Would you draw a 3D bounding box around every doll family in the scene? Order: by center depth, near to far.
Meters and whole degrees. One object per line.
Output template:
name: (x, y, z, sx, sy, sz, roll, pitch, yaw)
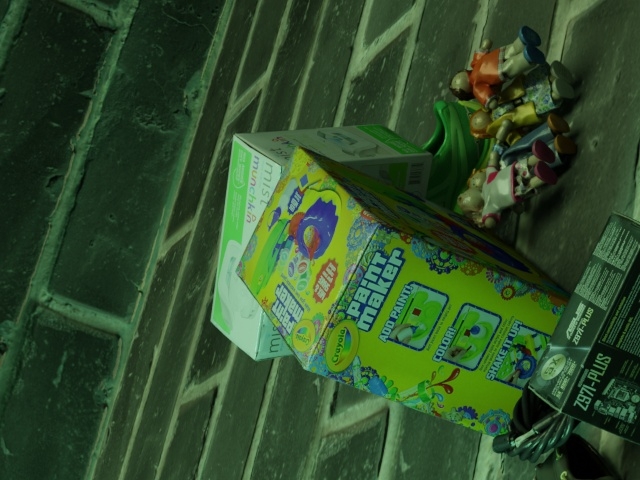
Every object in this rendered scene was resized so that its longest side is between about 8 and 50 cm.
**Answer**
doll family: (0.236, -0.120, 1.853, 0.163, 0.118, 0.263, -30, 51, 44)

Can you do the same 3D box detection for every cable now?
cable: (0.245, 0.142, 1.485, 0.184, 0.047, 0.150, -45, 0, -21)

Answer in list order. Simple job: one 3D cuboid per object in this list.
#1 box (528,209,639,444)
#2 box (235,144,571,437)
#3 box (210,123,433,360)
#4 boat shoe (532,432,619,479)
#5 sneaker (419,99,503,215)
box: (0.295, 0.087, 1.347, 0.180, 0.147, 0.077, -66, 19, 6)
box: (0.093, 0.058, 1.697, 0.177, 0.279, 0.290, -64, 25, 11)
box: (0.000, 0.000, 1.909, 0.127, 0.231, 0.262, 36, 125, 49)
boat shoe: (0.252, 0.245, 1.387, 0.228, 0.081, 0.069, -125, 55, -72)
sneaker: (0.133, -0.057, 2.012, 0.296, 0.123, 0.109, -65, 18, 13)
